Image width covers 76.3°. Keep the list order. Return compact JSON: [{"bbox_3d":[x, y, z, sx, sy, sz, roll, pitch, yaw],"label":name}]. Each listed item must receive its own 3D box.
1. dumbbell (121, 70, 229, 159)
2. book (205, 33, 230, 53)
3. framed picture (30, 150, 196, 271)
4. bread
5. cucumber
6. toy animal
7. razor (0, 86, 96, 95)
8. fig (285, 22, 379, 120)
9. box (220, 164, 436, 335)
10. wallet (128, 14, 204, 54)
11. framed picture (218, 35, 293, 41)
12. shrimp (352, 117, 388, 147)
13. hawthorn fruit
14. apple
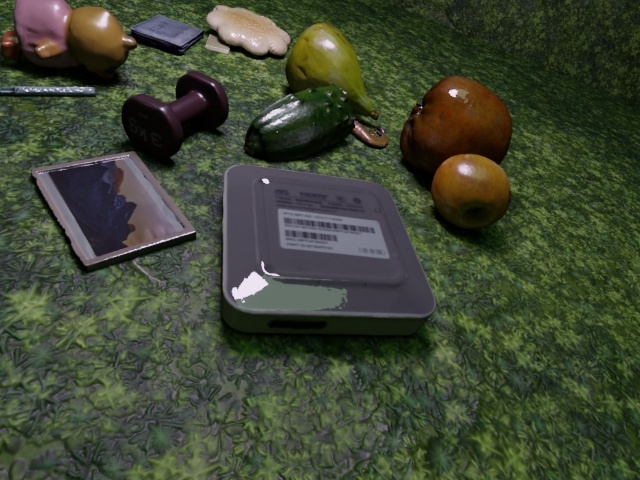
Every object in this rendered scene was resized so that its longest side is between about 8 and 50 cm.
[{"bbox_3d":[-0.315,-0.283,0.909,0.140,0.124,0.225,27,42,7],"label":"dumbbell"},{"bbox_3d":[-0.345,-0.669,1.385,0.077,0.014,0.111,10,43,-13],"label":"book"},{"bbox_3d":[-0.375,-0.067,0.738,0.192,0.018,0.265,-24,58,-37],"label":"framed picture"},{"bbox_3d":[-0.254,-0.755,1.456,0.316,0.054,0.316,15,42,-14],"label":"bread"},{"bbox_3d":[-0.039,-0.291,1.033,0.325,0.145,0.105,-29,55,-36],"label":"cucumber"},{"bbox_3d":[-0.587,-0.488,0.979,0.281,0.169,0.195,10,46,-12],"label":"toy animal"},{"bbox_3d":[-0.621,-0.336,0.913,0.211,0.036,0.084,-11,74,-39],"label":"razor"},{"bbox_3d":[0.046,-0.507,1.215,0.314,0.233,0.233,22,41,14],"label":"fig"},{"bbox_3d":[0.000,0.000,0.769,0.367,0.090,0.373,5,45,-19],"label":"box"},{"bbox_3d":[-0.486,-0.664,1.305,0.167,0.036,0.222,18,41,-4],"label":"wallet"},{"bbox_3d":[-0.236,-0.764,1.524,0.189,0.023,0.260,26,42,5],"label":"framed picture"},{"bbox_3d":[0.134,-0.340,1.224,0.178,0.034,0.124,42,42,19],"label":"shrimp"},{"bbox_3d":[0.379,-0.279,1.091,0.301,0.267,0.267,22,41,-6],"label":"hawthorn fruit"},{"bbox_3d":[0.359,-0.113,0.976,0.182,0.182,0.155,12,57,-11],"label":"apple"}]
